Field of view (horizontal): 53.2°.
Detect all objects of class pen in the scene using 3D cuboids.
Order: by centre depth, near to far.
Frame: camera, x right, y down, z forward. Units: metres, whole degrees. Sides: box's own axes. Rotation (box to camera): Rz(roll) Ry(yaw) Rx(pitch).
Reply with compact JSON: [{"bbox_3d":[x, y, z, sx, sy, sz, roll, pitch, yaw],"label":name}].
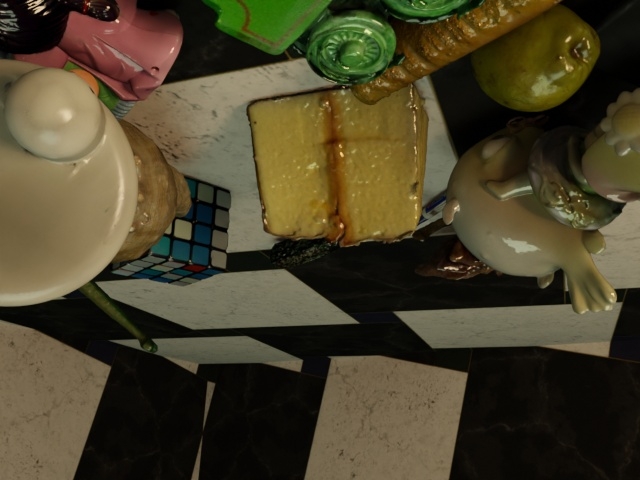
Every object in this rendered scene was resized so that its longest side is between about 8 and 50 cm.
[{"bbox_3d":[0.208,-0.062,1.132,0.025,0.025,0.204,9,160,-17],"label":"pen"}]

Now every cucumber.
[{"bbox_3d":[0.000,0.000,1.277,0.067,0.068,0.293,16,156,-34],"label":"cucumber"}]

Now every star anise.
[{"bbox_3d":[0.315,0.006,1.196,0.349,0.109,0.292,-6,155,-9],"label":"star anise"}]

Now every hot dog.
[{"bbox_3d":[0.129,-0.217,0.626,0.068,0.083,0.289,37,145,-28],"label":"hot dog"}]

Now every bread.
[{"bbox_3d":[0.021,-0.091,0.840,0.240,0.178,0.135,-2,162,19],"label":"bread"}]

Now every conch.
[{"bbox_3d":[-0.303,-0.076,0.875,0.263,0.186,0.324,45,173,14],"label":"conch"}]

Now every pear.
[{"bbox_3d":[0.213,-0.184,0.646,0.107,0.107,0.131,16,177,-34],"label":"pear"}]

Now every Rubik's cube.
[{"bbox_3d":[-0.263,-0.016,1.122,0.151,0.154,0.155,18,156,-39],"label":"Rubik's cube"}]

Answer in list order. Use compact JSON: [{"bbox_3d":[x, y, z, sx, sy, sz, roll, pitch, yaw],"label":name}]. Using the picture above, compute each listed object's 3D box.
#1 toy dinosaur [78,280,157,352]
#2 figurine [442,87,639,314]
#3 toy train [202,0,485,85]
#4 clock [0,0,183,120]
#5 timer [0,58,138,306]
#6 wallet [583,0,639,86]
[{"bbox_3d":[-0.410,-0.005,0.959,0.301,0.087,0.447,38,180,-37],"label":"toy dinosaur"},{"bbox_3d":[0.324,-0.053,0.773,0.226,0.275,0.394,-12,167,-24],"label":"figurine"},{"bbox_3d":[0.014,-0.237,0.505,0.188,0.133,0.243,18,153,-27],"label":"toy train"},{"bbox_3d":[-0.267,-0.209,0.658,0.195,0.100,0.194,19,156,-36],"label":"clock"},{"bbox_3d":[-0.285,-0.054,0.594,0.233,0.234,0.240,9,-178,-17],"label":"timer"},{"bbox_3d":[0.460,-0.184,0.650,0.377,0.051,0.197,17,158,-15],"label":"wallet"}]
